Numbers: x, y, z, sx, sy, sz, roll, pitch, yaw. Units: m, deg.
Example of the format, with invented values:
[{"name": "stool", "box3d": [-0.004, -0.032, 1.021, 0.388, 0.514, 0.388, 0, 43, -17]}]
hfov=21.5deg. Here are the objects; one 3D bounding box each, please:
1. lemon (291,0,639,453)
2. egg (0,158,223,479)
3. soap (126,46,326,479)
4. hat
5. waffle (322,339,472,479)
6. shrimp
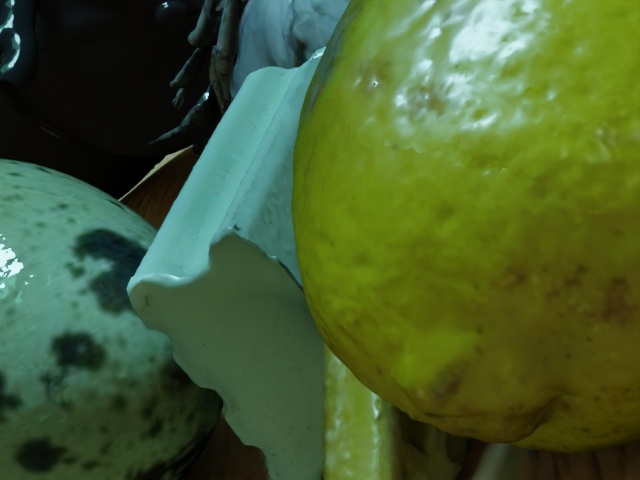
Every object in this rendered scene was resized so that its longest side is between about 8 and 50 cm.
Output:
[{"name": "lemon", "box3d": [0.078, -0.025, 0.529, 0.170, 0.170, 0.207, -24, 35, 36]}, {"name": "egg", "box3d": [-0.136, 0.053, 0.723, 0.228, 0.177, 0.177, 3, 41, 44]}, {"name": "soap", "box3d": [0.000, 0.000, 0.695, 0.063, 0.114, 0.198, -28, 21, 25]}, {"name": "hat", "box3d": [-0.126, -0.111, 1.076, 0.209, 0.238, 0.336, -113, 38, -50]}, {"name": "waffle", "box3d": [0.048, 0.071, 0.598, 0.032, 0.125, 0.191, -25, 55, 40]}, {"name": "shrimp", "box3d": [-0.015, -0.104, 0.905, 0.116, 0.145, 0.343, -3, -15, -22]}]
